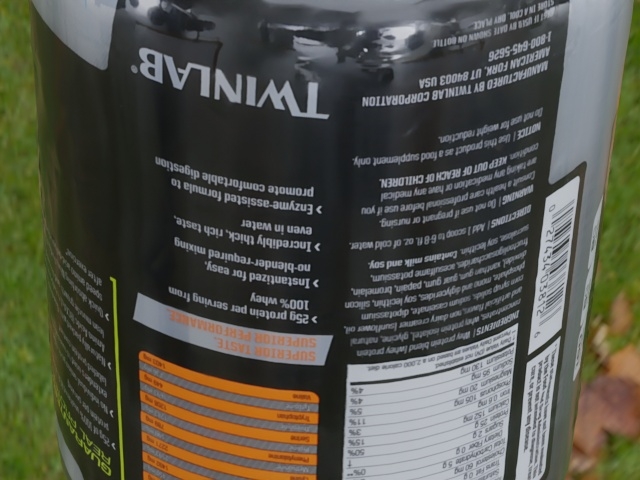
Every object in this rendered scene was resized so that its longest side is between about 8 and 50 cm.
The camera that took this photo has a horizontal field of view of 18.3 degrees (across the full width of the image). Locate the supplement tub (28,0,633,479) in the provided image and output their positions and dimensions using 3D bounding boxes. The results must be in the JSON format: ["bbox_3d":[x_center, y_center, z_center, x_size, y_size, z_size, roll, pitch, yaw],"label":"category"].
[{"bbox_3d":[0.000,0.000,0.738,0.207,0.338,0.207,2,37,-1],"label":"supplement tub"}]
